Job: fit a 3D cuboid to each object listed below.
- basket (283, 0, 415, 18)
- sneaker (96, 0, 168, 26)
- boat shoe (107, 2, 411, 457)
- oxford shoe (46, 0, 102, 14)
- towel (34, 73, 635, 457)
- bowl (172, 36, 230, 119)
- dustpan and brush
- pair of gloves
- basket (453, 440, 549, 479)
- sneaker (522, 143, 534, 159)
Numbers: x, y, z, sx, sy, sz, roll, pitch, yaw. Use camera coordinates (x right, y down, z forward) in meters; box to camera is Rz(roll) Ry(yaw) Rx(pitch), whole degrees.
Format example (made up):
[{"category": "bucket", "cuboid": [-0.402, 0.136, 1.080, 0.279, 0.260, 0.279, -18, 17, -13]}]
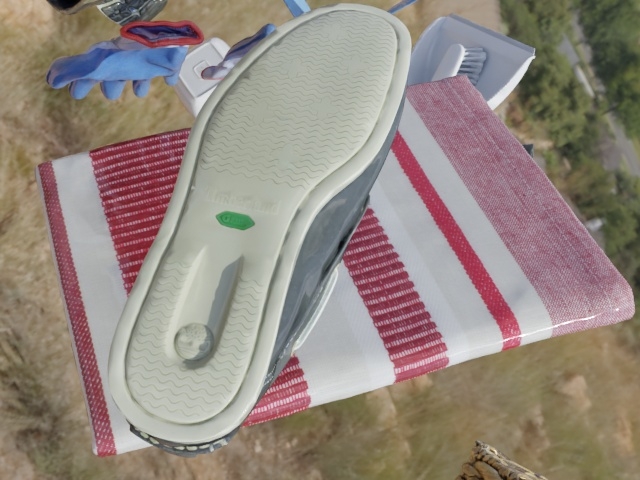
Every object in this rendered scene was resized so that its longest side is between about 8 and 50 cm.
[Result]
[{"category": "basket", "cuboid": [-0.013, -0.334, 0.867, 0.201, 0.255, 0.289, -38, 100, -27]}, {"category": "sneaker", "cuboid": [-0.334, -0.461, 1.282, 0.330, 0.130, 0.147, 59, -3, -38]}, {"category": "boat shoe", "cuboid": [-0.023, -0.012, 0.409, 0.079, 0.084, 0.233, 84, 28, -65]}, {"category": "oxford shoe", "cuboid": [-0.112, -0.180, 0.359, 0.123, 0.130, 0.348, 45, -4, 7]}, {"category": "towel", "cuboid": [0.000, 0.000, 0.571, 0.037, 0.329, 0.237, 93, -22, -46]}, {"category": "bowl", "cuboid": [-0.222, -0.320, 1.717, 0.142, 0.142, 0.053, 56, 1, 17]}, {"category": "dustpan and brush", "cuboid": [0.128, -0.151, 1.002, 0.060, 0.211, 0.147, 14, 18, -47]}, {"category": "pair of gloves", "cuboid": [-0.071, -0.118, 0.578, 0.198, 0.159, 0.023, -9, 93, -28]}, {"category": "basket", "cuboid": [0.231, 0.369, 0.825, 0.299, 0.223, 0.213, 34, -1, -31]}, {"category": "sneaker", "cuboid": [0.265, -0.037, 1.173, 0.051, 0.089, 0.170, 41, 33, -68]}]
